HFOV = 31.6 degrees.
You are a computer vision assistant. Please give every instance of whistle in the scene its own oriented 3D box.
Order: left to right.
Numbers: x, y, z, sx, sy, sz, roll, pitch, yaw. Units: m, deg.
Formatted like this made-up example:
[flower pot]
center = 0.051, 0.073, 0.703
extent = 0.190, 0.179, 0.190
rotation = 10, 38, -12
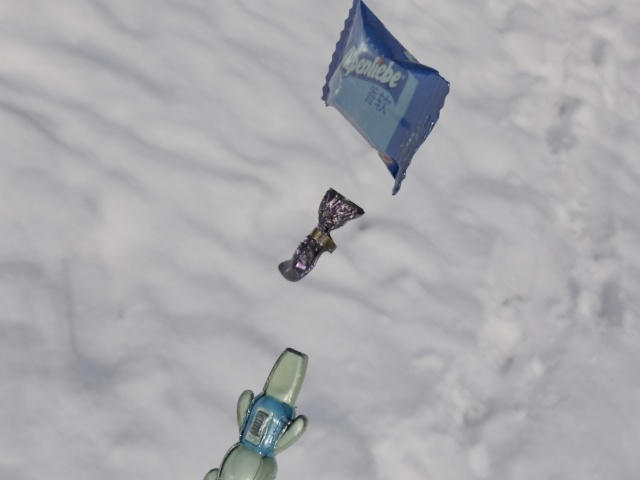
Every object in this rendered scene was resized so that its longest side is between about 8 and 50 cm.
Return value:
[whistle]
center = -0.074, 0.258, 1.528
extent = 0.114, 0.235, 0.077
rotation = 20, -6, 29

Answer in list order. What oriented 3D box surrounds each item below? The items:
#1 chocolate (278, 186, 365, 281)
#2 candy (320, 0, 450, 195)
[chocolate]
center = 0.000, 0.000, 1.582
extent = 0.070, 0.147, 0.072
rotation = 31, 9, 9
[candy]
center = 0.081, -0.220, 1.659
extent = 0.077, 0.187, 0.331
rotation = 7, 27, -31
